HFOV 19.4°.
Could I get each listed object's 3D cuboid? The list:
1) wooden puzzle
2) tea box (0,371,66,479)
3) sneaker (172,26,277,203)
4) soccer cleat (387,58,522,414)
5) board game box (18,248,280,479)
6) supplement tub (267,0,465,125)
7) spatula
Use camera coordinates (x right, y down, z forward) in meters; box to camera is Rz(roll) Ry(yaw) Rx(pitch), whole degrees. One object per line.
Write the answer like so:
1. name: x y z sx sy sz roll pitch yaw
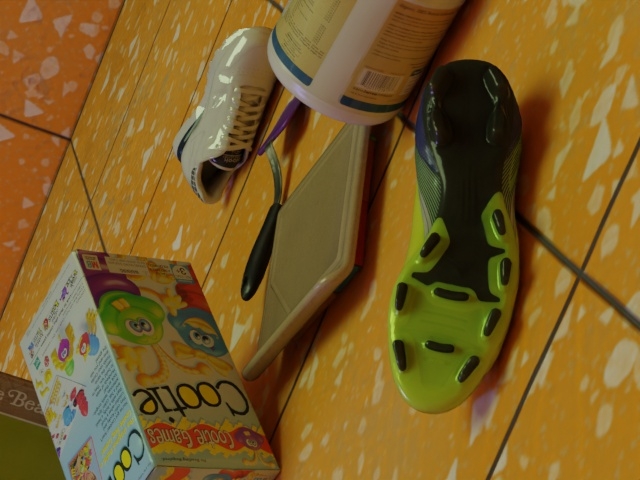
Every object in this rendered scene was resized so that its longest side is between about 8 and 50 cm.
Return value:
1. wooden puzzle: 0.000 0.000 1.820 0.221 0.044 0.238 -50 21 51
2. tea box: -0.361 0.313 2.068 0.220 0.329 0.323 158 131 -77
3. sneaker: -0.101 -0.153 2.271 0.095 0.090 0.235 -110 37 -46
4. soccer cleat: 0.109 0.002 1.421 0.121 0.093 0.289 72 -157 -64
5. board game box: -0.172 0.160 1.830 0.144 0.142 0.275 -56 43 33
6. supplement tub: 0.052 -0.221 1.714 0.144 0.144 0.199 -93 28 -53
7. spatula: -0.053 -0.058 2.063 0.084 0.030 0.296 -45 29 51
